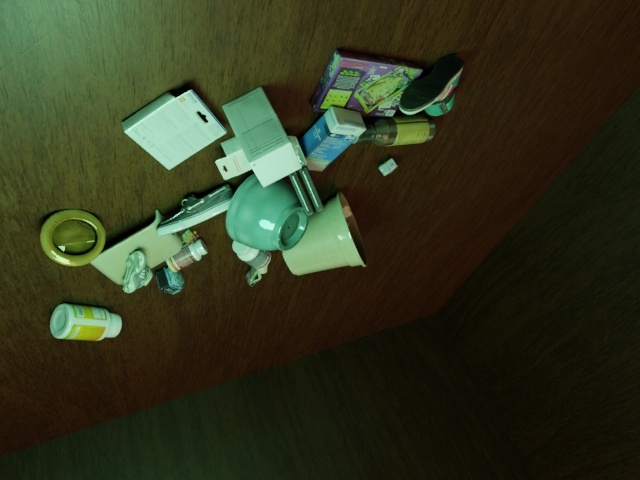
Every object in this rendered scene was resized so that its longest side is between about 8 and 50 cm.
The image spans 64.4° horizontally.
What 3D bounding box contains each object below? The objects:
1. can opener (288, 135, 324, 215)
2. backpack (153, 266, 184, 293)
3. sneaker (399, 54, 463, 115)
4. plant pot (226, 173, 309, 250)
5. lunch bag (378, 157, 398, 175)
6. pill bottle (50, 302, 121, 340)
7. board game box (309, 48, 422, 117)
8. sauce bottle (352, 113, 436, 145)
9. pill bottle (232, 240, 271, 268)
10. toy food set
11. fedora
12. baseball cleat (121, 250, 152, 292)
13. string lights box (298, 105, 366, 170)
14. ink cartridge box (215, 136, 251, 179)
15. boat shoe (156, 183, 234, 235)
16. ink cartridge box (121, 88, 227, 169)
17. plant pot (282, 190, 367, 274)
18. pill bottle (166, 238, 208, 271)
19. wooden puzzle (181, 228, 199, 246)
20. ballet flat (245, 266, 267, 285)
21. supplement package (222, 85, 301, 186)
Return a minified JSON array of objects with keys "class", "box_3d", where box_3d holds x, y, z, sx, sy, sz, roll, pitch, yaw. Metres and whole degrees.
[{"class":"can opener","box_3d":[-0.068,-0.228,1.738,0.075,0.095,0.284,-21,109,8]},{"class":"backpack","box_3d":[-0.610,0.165,2.084,0.084,0.105,0.114,-28,157,5]},{"class":"sneaker","box_3d":[0.376,-0.491,1.761,0.295,0.123,0.178,-42,155,-18]},{"class":"plant pot","box_3d":[-0.165,-0.080,1.827,0.293,0.196,0.293,-42,149,-33]},{"class":"lunch bag","box_3d":[0.282,-0.306,2.109,0.071,0.053,0.083,-36,176,17]},{"class":"pill bottle","box_3d":[-0.939,0.334,2.052,0.136,0.137,0.245,-38,150,19]},{"class":"board game box","box_3d":[0.152,-0.506,1.668,0.346,0.056,0.208,-5,149,-35]},{"class":"sauce bottle","box_3d":[0.262,-0.405,1.868,0.344,0.112,0.111,-9,147,-28]},{"class":"pill bottle","box_3d":[-0.293,0.046,2.151,0.107,0.108,0.180,-31,152,8]},{"class":"toy food set","box_3d":[-0.672,0.023,1.829,0.306,0.092,0.220,-32,152,-8]},{"class":"fedora","box_3d":[-0.794,-0.009,1.622,0.194,0.195,0.079,0,179,-41]},{"class":"baseball cleat","box_3d":[-0.648,0.101,1.823,0.109,0.072,0.206,-25,158,-53]},{"class":"string lights box","box_3d":[0.020,-0.342,1.746,0.133,0.077,0.259,0,153,-41]},{"class":"ink cartridge box","box_3d":[-0.249,-0.289,1.666,0.198,0.067,0.115,-26,152,-6]},{"class":"boat shoe","box_3d":[-0.439,-0.110,1.771,0.301,0.102,0.108,-25,-174,-10]},{"class":"ink cartridge box","box_3d":[-0.417,-0.328,1.477,0.223,0.045,0.223,-30,153,4]},{"class":"plant pot","box_3d":[0.000,0.000,2.150,0.305,0.334,0.334,-20,154,11]},{"class":"pill bottle","box_3d":[-0.524,0.055,1.991,0.151,0.086,0.086,-27,152,1]},{"class":"wooden puzzle","box_3d":[-0.503,-0.011,1.940,0.083,0.049,0.006,-42,177,24]},{"class":"ballet flat","box_3d":[-0.286,0.136,2.341,0.076,0.079,0.222,-4,145,-34]},{"class":"supplement package","box_3d":[-0.174,-0.307,1.509,0.138,0.244,0.134,-26,152,0]}]
